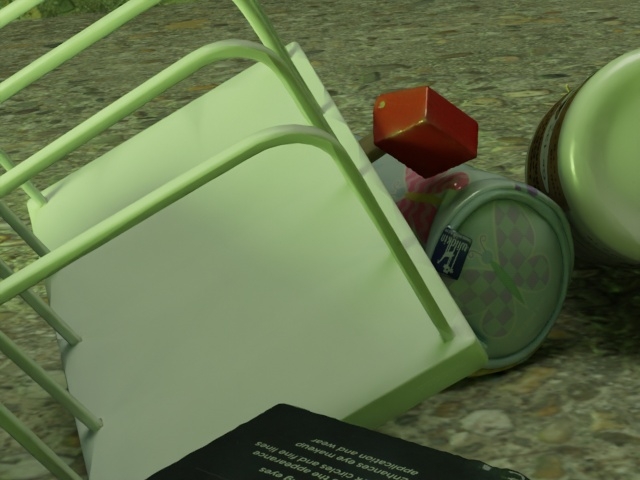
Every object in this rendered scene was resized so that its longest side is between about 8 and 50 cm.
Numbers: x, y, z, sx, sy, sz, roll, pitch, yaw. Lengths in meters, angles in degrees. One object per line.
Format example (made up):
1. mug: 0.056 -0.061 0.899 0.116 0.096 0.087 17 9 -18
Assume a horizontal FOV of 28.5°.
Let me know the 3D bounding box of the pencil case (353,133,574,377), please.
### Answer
1. pencil case: 0.041 -0.002 0.829 0.113 0.124 0.273 18 4 -34

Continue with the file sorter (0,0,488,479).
1. file sorter: -0.082 -0.030 0.615 0.193 0.173 0.278 -31 42 3

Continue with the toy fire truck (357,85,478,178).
1. toy fire truck: 0.000 0.000 0.729 0.192 0.135 0.047 -19 -37 42

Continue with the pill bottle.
1. pill bottle: 0.204 -0.047 0.825 0.131 0.131 0.229 -5 -1 0

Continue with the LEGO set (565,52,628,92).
1. LEGO set: 0.326 -0.081 1.077 0.132 0.107 0.287 -44 30 -4

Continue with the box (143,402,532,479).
1. box: -0.005 0.140 0.429 0.156 0.093 0.158 10 22 40
